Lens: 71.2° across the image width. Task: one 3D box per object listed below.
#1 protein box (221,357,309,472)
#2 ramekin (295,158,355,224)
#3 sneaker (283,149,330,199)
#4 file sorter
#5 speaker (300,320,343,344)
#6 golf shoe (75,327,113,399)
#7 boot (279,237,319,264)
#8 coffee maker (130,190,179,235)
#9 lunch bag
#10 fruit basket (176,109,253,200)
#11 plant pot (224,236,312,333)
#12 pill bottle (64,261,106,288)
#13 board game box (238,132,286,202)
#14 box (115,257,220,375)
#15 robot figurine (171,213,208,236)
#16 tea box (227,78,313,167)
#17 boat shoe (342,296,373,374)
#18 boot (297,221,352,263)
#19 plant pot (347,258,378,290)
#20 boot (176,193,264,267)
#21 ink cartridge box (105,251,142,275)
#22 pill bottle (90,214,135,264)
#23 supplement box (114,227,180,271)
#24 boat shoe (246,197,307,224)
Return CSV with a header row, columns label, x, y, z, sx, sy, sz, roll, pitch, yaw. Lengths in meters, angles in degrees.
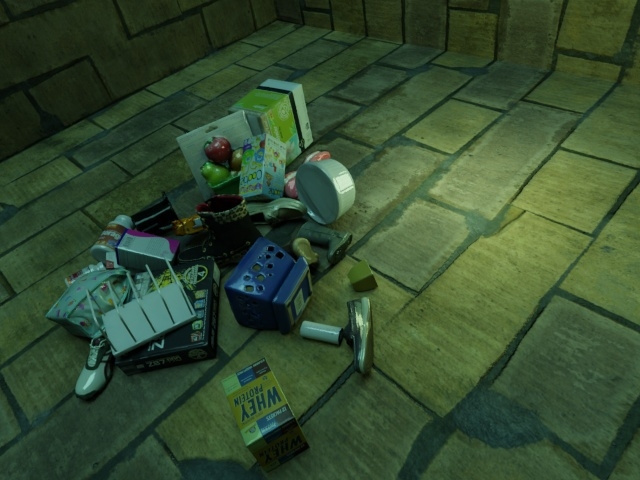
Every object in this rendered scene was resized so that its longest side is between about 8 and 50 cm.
label,x,y,z,sx,sy,sz,roll,pitch,yaw
protein box,-0.149,0.474,1.216,0.135,0.200,0.201,-27,46,-13
ramekin,0.026,-0.210,1.837,0.127,0.273,0.272,-28,44,-32
sneaker,-0.047,-0.290,2.057,0.136,0.116,0.314,37,69,28
file sorter,-0.585,0.204,1.465,0.277,0.173,0.193,-25,46,-20
speaker,0.004,0.300,1.461,0.136,0.055,0.055,7,47,20
golf shoe,-0.752,0.393,1.509,0.105,0.120,0.273,3,47,15
boot,-0.131,0.055,1.628,0.206,0.248,0.090,-3,74,15
coffee maker,-0.739,-0.107,1.977,0.178,0.171,0.120,-30,19,-20
lunch bag,-0.831,0.214,1.643,0.223,0.160,0.262,-7,42,40
fruit basket,-0.441,-0.375,2.050,0.326,0.353,0.165,-29,31,-15
plant pot,-0.159,0.167,1.518,0.212,0.236,0.236,16,52,19
pill bottle,-0.948,0.153,1.824,0.152,0.086,0.086,-32,47,-19
board game box,-0.253,-0.304,1.967,0.142,0.144,0.276,-7,73,35
box,-0.529,0.260,1.604,0.317,0.097,0.395,-12,45,4
robot figurine,-0.469,-0.097,1.894,0.290,0.085,0.211,-28,13,-34
tea box,-0.234,-0.560,2.200,0.219,0.329,0.324,21,54,30
boat shoe,0.116,0.296,1.410,0.092,0.103,0.285,-8,40,14
boot,-0.001,0.002,1.752,0.208,0.076,0.190,19,38,21
plant pot,0.144,0.132,1.584,0.083,0.081,0.082,-26,44,2
boot,-0.412,-0.025,1.728,0.376,0.284,0.138,-7,44,8
ink cartridge box,-0.805,0.096,1.837,0.135,0.056,0.099,-3,39,-22
pill bottle,-0.893,-0.006,1.947,0.121,0.121,0.216,-2,45,12
supplement box,-0.687,0.050,1.793,0.219,0.114,0.111,14,45,-5
boat shoe,-0.200,-0.110,1.898,0.302,0.109,0.098,0,50,22
